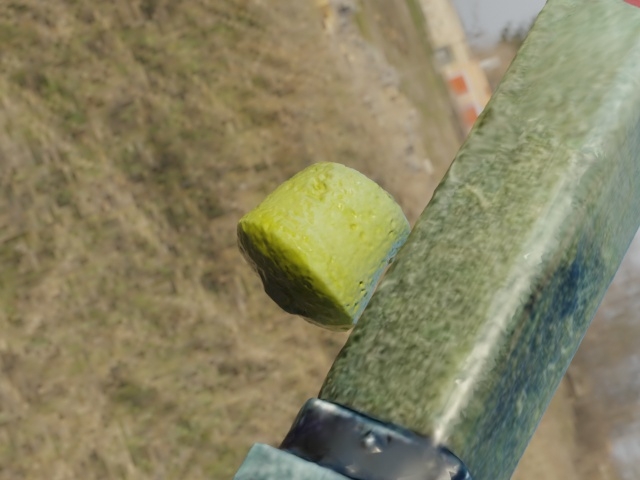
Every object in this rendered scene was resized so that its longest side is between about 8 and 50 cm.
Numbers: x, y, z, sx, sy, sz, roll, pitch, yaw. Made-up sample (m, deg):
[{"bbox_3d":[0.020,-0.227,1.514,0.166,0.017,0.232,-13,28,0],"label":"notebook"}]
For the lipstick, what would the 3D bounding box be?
[{"bbox_3d":[0.037,0.019,0.363,0.312,0.051,0.051,-58,151,-23],"label":"lipstick"}]

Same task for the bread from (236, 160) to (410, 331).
[{"bbox_3d":[0.000,0.000,1.269,0.129,0.114,0.111,32,-22,27],"label":"bread"}]
